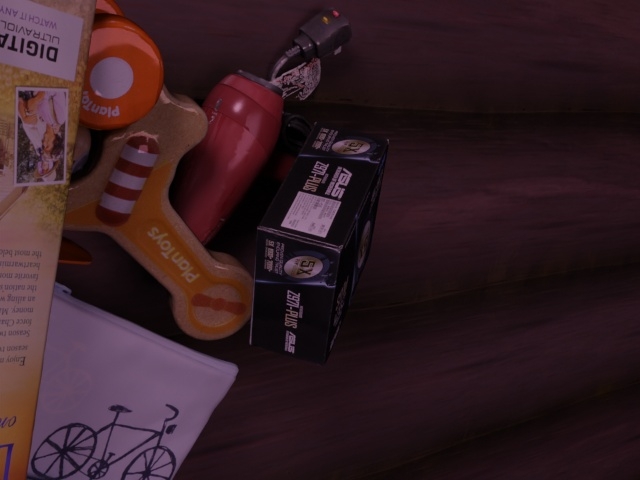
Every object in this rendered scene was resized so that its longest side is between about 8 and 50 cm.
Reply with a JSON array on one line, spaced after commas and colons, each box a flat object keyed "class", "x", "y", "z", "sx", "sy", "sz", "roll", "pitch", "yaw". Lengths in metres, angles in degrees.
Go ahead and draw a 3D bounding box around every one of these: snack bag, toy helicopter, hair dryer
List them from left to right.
[{"class": "snack bag", "x": -0.233, "y": 0.214, "z": 0.853, "sx": 0.342, "sy": 0.037, "sz": 0.323, "roll": -58, "pitch": 142, "yaw": -3}, {"class": "toy helicopter", "x": -0.180, "y": -0.023, "z": 0.840, "sx": 0.235, "sy": 0.140, "sz": 0.355, "roll": -39, "pitch": 126, "yaw": -3}, {"class": "hair dryer", "x": -0.043, "y": -0.076, "z": 0.995, "sx": 0.293, "sy": 0.080, "sz": 0.223, "roll": -37, "pitch": 131, "yaw": -26}]

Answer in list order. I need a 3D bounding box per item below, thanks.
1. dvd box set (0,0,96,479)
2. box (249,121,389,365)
[{"class": "dvd box set", "x": -0.275, "y": -0.025, "z": 0.567, "sx": 0.308, "sy": 0.062, "sz": 0.420, "roll": 4, "pitch": 95, "yaw": -58}, {"class": "box", "x": 0.000, "y": 0.000, "z": 0.940, "sx": 0.180, "sy": 0.078, "sz": 0.147, "roll": -65, "pitch": 167, "yaw": -49}]
